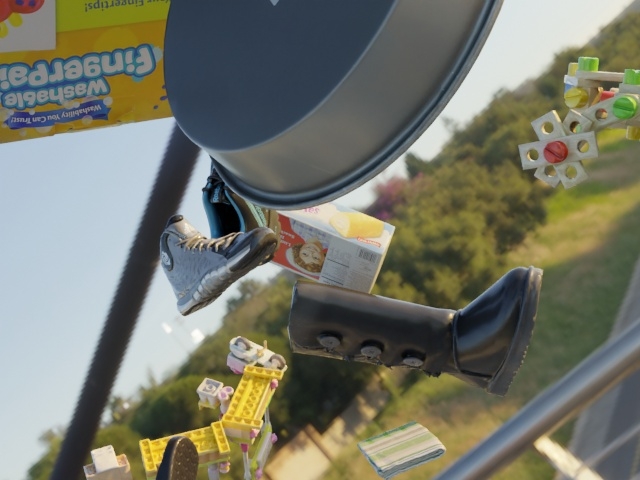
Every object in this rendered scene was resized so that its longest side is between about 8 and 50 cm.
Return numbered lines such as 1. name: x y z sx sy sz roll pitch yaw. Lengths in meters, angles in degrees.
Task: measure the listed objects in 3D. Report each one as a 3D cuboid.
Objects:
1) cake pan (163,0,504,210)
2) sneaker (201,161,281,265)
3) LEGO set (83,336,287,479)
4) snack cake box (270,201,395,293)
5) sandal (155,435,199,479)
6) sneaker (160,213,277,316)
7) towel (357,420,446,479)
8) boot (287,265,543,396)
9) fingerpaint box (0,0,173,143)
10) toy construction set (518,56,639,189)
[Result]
1. cake pan: -0.005 -0.165 0.665 0.054 0.293 0.293 20 -51 -38
2. sneaker: -0.142 -0.120 1.889 0.125 0.341 0.140 -4 2 29
3. LEGO set: -0.131 0.237 1.228 0.287 0.132 0.107 -39 -40 -39
4. snack cake box: 0.000 0.000 2.142 0.152 0.264 0.089 107 -172 -48
5. sandal: -0.154 0.270 1.007 0.040 0.067 0.179 -8 47 20
6. sneaker: -0.164 0.008 1.514 0.086 0.132 0.229 -23 -11 -49
7. towel: 0.128 0.333 1.695 0.113 0.023 0.152 -19 9 -9
8. boot: 0.162 0.135 1.989 0.367 0.445 0.146 97 -170 -51
9. fingerpaint box: -0.279 -0.314 1.164 0.445 0.163 0.371 -13 -56 -23
10. toy construction set: 0.404 -0.181 1.482 0.328 0.215 0.151 -40 -46 -53
